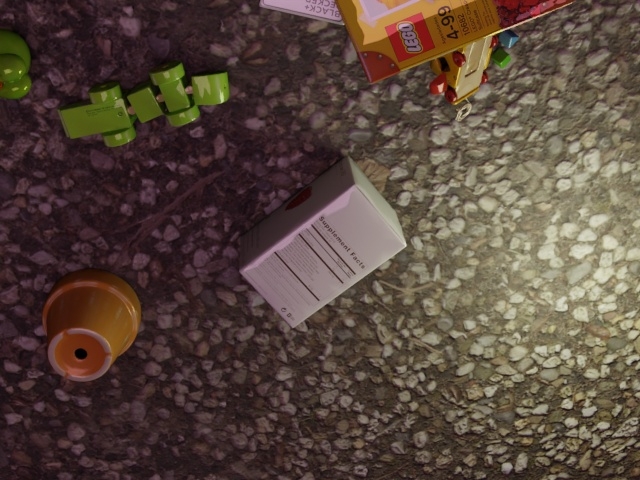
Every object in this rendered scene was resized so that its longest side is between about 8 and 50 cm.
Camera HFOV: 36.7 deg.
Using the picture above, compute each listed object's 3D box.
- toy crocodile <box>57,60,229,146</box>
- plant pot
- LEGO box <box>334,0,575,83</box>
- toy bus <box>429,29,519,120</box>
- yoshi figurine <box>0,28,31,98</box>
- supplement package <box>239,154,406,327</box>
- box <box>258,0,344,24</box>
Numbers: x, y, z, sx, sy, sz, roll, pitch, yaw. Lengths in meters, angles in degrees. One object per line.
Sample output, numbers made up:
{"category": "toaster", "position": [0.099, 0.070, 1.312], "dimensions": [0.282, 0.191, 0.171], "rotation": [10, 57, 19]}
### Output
{"category": "toy crocodile", "position": [-0.342, -0.269, 1.870], "dimensions": [0.341, 0.105, 0.115], "rotation": [-15, 115, 9]}
{"category": "plant pot", "position": [-0.487, 0.191, 2.013], "dimensions": [0.205, 0.188, 0.205], "rotation": [-1, 114, -3]}
{"category": "LEGO box", "position": [0.156, -0.573, 1.587], "dimensions": [0.373, 0.193, 0.500], "rotation": [-21, 114, 13]}
{"category": "toy bus", "position": [0.263, -0.352, 1.858], "dimensions": [0.104, 0.191, 0.202], "rotation": [46, 109, 25]}
{"category": "yoshi figurine", "position": [-0.696, -0.321, 1.806], "dimensions": [0.362, 0.203, 0.203], "rotation": [2, 74, 10]}
{"category": "supplement package", "position": [0.000, 0.000, 1.962], "dimensions": [0.293, 0.177, 0.175], "rotation": [-37, 111, 12]}
{"category": "box", "position": [-0.003, -0.556, 1.759], "dimensions": [0.169, 0.087, 0.289], "rotation": [12, 113, -8]}
